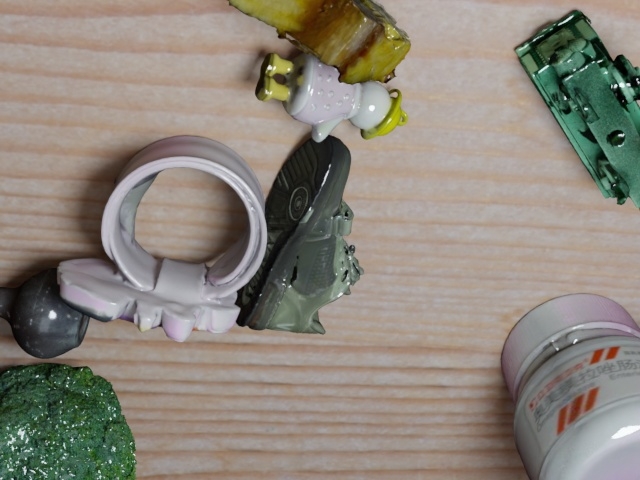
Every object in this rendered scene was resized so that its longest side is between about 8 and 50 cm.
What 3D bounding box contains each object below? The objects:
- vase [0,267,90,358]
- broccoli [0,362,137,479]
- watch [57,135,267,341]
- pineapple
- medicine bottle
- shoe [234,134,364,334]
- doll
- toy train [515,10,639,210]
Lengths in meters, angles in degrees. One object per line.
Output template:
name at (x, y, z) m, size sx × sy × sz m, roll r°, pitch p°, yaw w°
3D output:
vase at (-0.394, 0.085, 1.654) m, size 0.183 × 0.120 × 0.120 m, roll 12°, pitch 118°, yaw 0°
broccoli at (-0.373, 0.300, 1.723) m, size 0.270 × 0.270 × 0.270 m, roll -18°, pitch 151°, yaw 2°
watch at (-0.192, -0.008, 1.588) m, size 0.244 × 0.196 × 0.231 m, roll 13°, pitch 112°, yaw -9°
pineapple at (0.010, -0.260, 1.466) m, size 0.236 × 0.186 × 0.114 m, roll 30°, pitch 110°, yaw -16°
medicine bottle at (0.388, 0.242, 1.737) m, size 0.256 × 0.325 × 0.256 m, roll -3°, pitch 121°, yaw -6°
shoe at (0.001, 0.002, 1.671) m, size 0.149 × 0.109 × 0.293 m, roll 15°, pitch 116°, yaw -27°
doll at (0.021, -0.178, 1.573) m, size 0.207 × 0.081 × 0.129 m, roll 15°, pitch 74°, yaw -26°
toy train at (0.363, -0.155, 1.601) m, size 0.115 × 0.154 × 0.269 m, roll -32°, pitch 119°, yaw 11°
